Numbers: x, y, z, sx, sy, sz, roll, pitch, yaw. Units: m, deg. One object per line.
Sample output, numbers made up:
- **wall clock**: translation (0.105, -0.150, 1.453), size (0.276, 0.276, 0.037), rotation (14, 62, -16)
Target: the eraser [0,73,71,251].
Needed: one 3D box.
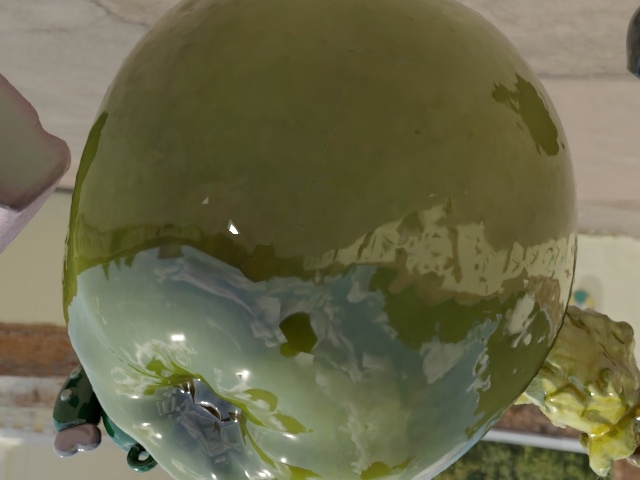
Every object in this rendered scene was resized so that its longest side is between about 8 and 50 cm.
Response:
- **eraser**: translation (-0.458, -0.084, 1.018), size (0.359, 0.272, 0.122), rotation (-34, -168, 47)

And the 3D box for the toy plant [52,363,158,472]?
- **toy plant**: translation (-0.186, 0.167, 1.069), size (0.233, 0.243, 0.112), rotation (6, 135, 27)

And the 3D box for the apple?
- **apple**: translation (0.000, 0.000, 0.801), size (0.474, 0.473, 0.473), rotation (5, 178, 0)

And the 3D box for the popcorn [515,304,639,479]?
- **popcorn**: translation (0.300, 0.165, 1.027), size (0.173, 0.195, 0.168), rotation (-41, 147, 20)

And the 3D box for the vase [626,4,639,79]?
- **vase**: translation (0.357, -0.207, 0.811), size (0.120, 0.183, 0.120), rotation (31, -163, -11)
